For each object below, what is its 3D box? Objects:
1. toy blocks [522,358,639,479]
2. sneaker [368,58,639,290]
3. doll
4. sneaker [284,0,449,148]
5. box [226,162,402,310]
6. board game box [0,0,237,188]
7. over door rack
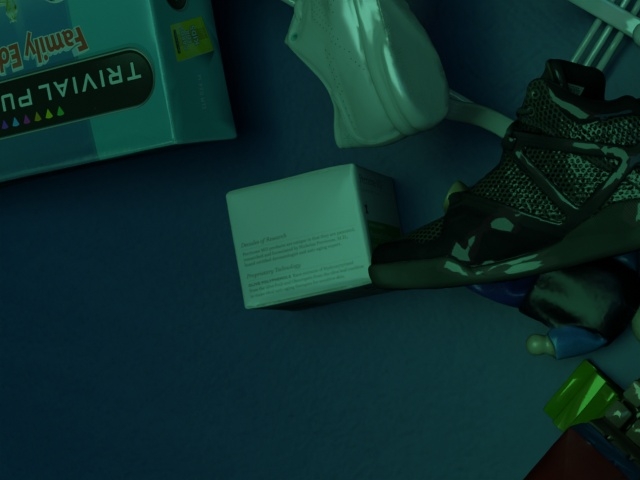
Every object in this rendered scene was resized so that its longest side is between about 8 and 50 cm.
[{"bbox_3d":[0.277,0.202,0.947,0.381,0.261,0.190,42,101,17],"label":"toy blocks"},{"bbox_3d":[0.129,-0.038,1.035,0.227,0.087,0.130,-18,83,28],"label":"sneaker"},{"bbox_3d":[0.168,0.020,1.110,0.189,0.046,0.129,28,77,18],"label":"doll"},{"bbox_3d":[0.010,-0.163,1.047,0.094,0.080,0.212,-19,82,38],"label":"sneaker"},{"bbox_3d":[0.000,0.000,1.146,0.102,0.101,0.087,-13,82,17],"label":"box"},{"bbox_3d":[-0.213,-0.218,1.197,0.254,0.079,0.336,-10,91,33],"label":"board game box"},{"bbox_3d":[0.096,-0.214,1.090,0.324,0.108,0.239,33,103,10],"label":"over door rack"}]
